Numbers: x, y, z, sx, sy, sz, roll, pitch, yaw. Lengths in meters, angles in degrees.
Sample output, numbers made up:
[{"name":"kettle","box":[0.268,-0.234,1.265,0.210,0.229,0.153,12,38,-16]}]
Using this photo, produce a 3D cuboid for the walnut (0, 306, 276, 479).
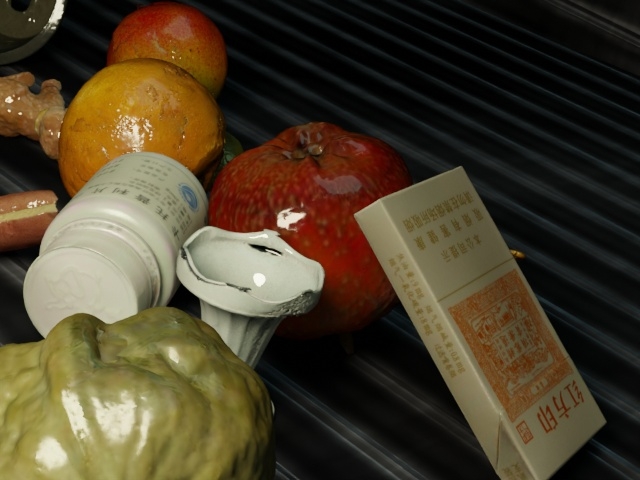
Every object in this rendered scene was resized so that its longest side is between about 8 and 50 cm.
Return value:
[{"name":"walnut","box":[-0.177,0.192,1.081,0.253,0.282,0.277,48,11,-34]}]

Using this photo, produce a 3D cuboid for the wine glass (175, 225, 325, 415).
[{"name":"wine glass","box":[-0.094,0.100,1.395,0.165,0.196,0.165,13,26,-7]}]

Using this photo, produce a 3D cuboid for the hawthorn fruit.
[{"name":"hawthorn fruit","box":[0.000,0.000,1.602,0.275,0.300,0.275,-15,3,1]}]

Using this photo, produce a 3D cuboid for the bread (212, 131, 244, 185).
[{"name":"bread","box":[-0.191,-0.139,2.004,0.149,0.065,0.188,1,29,-16]}]

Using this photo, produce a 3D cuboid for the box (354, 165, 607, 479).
[{"name":"box","box":[0.192,0.097,1.484,0.204,0.051,0.365,-23,83,-54]}]

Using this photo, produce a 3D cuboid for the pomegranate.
[{"name":"pomegranate","box":[-0.252,-0.285,2.113,0.210,0.210,0.235,-3,56,-33]}]

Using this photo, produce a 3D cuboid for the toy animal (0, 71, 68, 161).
[{"name":"toy animal","box":[-0.440,-0.175,1.900,0.184,0.104,0.185,-5,36,-39]}]

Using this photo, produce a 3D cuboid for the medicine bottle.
[{"name":"medicine bottle","box":[-0.243,0.013,1.526,0.170,0.170,0.293,17,25,4]}]

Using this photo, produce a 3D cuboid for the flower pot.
[{"name":"flower pot","box":[-0.561,-0.440,2.263,0.269,0.269,0.166,16,4,3]}]

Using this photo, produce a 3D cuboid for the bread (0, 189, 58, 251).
[{"name":"bread","box":[-0.405,-0.018,1.582,0.192,0.067,0.119,-10,-2,5]}]

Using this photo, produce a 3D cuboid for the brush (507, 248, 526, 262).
[{"name":"brush","box":[0.211,0.034,1.714,0.090,0.017,0.314,10,-9,-9]}]

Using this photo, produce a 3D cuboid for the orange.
[{"name":"orange","box":[-0.246,-0.134,1.759,0.240,0.240,0.240,12,25,-6]}]
